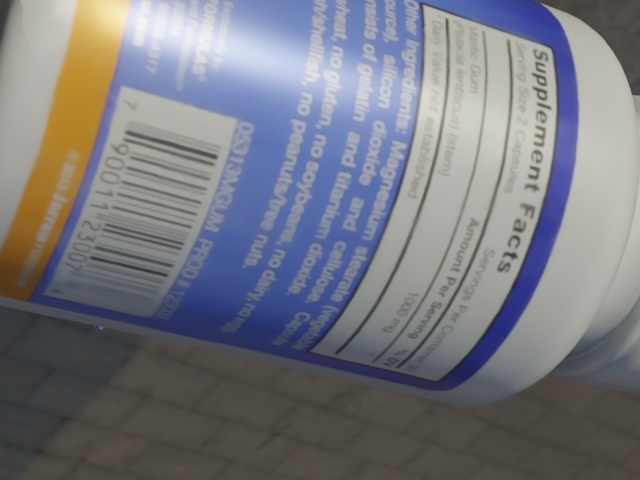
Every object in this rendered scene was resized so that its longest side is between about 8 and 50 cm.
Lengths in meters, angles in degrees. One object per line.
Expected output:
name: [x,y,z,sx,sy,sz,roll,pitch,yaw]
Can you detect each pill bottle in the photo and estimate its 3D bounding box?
pill bottle: [0.014,-0.026,0.440,0.272,0.152,0.152,14,129,-21]

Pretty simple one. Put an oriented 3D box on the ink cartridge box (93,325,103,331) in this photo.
ink cartridge box: [-0.120,-0.062,0.911,0.208,0.045,0.206,-32,134,-15]
